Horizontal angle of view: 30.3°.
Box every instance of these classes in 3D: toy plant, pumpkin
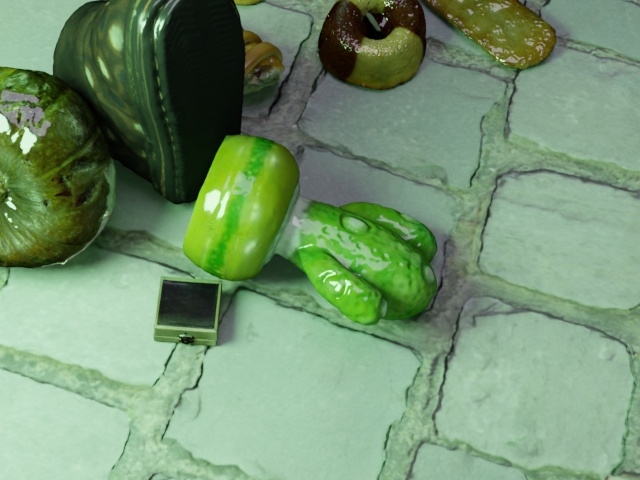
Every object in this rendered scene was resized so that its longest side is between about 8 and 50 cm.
[{"bbox_3d":[0.000,0.000,1.477,0.316,0.184,0.224,21,32,-3],"label":"toy plant"},{"bbox_3d":[-0.380,-0.083,1.433,0.260,0.260,0.189,13,25,3],"label":"pumpkin"}]

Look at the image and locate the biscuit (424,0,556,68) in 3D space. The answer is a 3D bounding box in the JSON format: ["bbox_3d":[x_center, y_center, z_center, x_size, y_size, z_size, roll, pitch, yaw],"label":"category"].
[{"bbox_3d":[0.257,-0.352,1.839,0.118,0.029,0.247,-36,66,-20],"label":"biscuit"}]

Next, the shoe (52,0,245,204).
[{"bbox_3d":[-0.224,-0.223,1.473,0.237,0.384,0.171,36,66,18],"label":"shoe"}]

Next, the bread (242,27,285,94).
[{"bbox_3d":[-0.137,-0.260,1.696,0.177,0.084,0.119,34,57,21],"label":"bread"}]

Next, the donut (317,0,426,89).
[{"bbox_3d":[0.082,-0.312,1.764,0.166,0.073,0.184,29,58,10],"label":"donut"}]

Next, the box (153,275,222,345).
[{"bbox_3d":[-0.164,0.089,1.469,0.079,0.035,0.083,4,54,-4],"label":"box"}]

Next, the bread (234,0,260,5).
[{"bbox_3d":[-0.127,-0.405,1.834,0.110,0.024,0.110,2,55,-3],"label":"bread"}]
